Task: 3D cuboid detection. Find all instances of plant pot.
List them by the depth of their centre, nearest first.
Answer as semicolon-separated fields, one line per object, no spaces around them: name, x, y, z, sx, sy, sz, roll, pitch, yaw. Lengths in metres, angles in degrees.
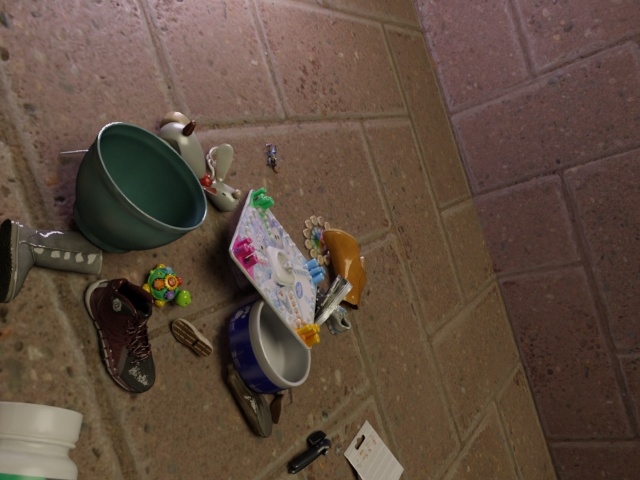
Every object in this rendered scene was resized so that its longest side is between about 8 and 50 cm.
plant pot;-0.434;-0.091;1.291;0.293;0.196;0.293;42;25;-24

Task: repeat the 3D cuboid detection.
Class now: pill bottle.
pill bottle;-0.542;0.476;0.971;0.204;0.204;0.362;30;55;-43

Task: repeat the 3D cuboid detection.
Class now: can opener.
can opener;-0.031;0.650;1.710;0.186;0.073;0.059;-25;136;-50

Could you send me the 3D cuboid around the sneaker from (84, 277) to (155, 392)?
sneaker;-0.418;0.211;1.264;0.106;0.162;0.282;-34;104;-52

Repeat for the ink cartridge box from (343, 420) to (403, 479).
ink cartridge box;0.174;0.768;1.943;0.225;0.056;0.181;51;39;0

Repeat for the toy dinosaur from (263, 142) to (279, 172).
toy dinosaur;-0.166;-0.285;1.900;0.090;0.047;0.082;82;8;-54

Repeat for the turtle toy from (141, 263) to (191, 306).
turtle toy;-0.382;0.119;1.426;0.130;0.066;0.095;51;42;-28

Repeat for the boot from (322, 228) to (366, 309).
boot;0.084;0.109;1.992;0.295;0.104;0.212;46;45;-47

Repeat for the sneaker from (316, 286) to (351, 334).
sneaker;0.046;0.233;1.931;0.191;0.082;0.071;59;41;-18

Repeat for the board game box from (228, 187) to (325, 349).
board game box;-0.109;0.070;1.699;0.390;0.050;0.390;55;20;-24

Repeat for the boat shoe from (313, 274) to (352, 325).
boat shoe;0.012;0.209;1.863;0.070;0.078;0.219;42;75;-3

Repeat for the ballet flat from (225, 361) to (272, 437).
ballet flat;-0.201;0.442;1.562;0.084;0.058;0.250;-67;137;-63

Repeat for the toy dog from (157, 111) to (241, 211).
toy dog;-0.321;-0.223;1.553;0.333;0.160;0.220;24;59;-46

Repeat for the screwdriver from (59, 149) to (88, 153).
screwdriver;-0.549;-0.220;1.370;0.169;0.025;0.024;-18;92;-54

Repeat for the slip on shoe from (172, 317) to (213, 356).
slip on shoe;-0.333;0.247;1.468;0.135;0.051;0.041;45;5;-23

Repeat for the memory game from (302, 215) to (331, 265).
memory game;0.000;0.000;2.015;0.186;0.012;0.186;24;59;-46

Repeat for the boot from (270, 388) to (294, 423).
boot;-0.108;0.479;1.676;0.087;0.042;0.119;19;69;-57

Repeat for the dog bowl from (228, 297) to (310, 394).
dog bowl;-0.139;0.293;1.596;0.265;0.104;0.265;47;30;-39

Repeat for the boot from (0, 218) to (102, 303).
boot;-0.574;0.052;1.209;0.208;0.075;0.190;24;61;-54
